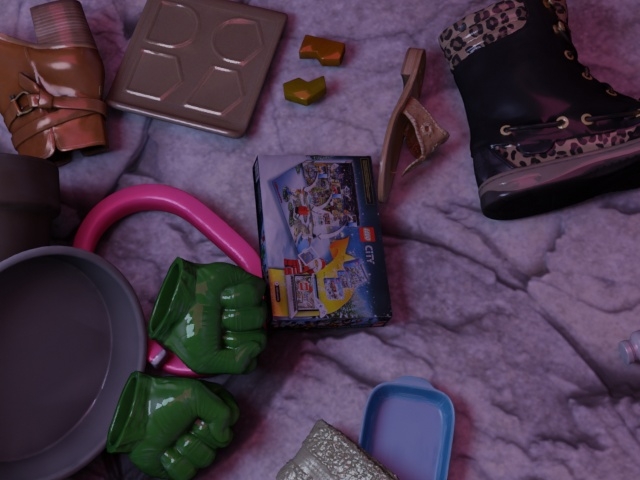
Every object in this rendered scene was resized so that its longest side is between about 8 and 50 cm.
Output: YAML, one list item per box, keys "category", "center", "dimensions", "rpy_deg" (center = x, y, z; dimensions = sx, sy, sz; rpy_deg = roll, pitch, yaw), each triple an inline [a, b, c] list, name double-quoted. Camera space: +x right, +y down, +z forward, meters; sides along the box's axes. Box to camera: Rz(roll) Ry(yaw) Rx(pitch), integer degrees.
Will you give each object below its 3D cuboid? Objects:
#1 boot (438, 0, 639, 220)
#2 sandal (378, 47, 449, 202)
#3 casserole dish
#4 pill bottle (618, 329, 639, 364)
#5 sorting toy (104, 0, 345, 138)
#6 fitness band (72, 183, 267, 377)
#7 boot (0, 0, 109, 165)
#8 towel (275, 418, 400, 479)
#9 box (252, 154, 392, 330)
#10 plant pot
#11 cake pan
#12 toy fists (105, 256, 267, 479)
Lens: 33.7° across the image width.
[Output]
- category: "boot"
  center: [0.358, -0.204, 1.421]
  dimensions: [0.377, 0.138, 0.284]
  rpy_deg: [-18, 69, 3]
- category: "sandal"
  center: [0.139, -0.160, 1.440]
  dimensions: [0.079, 0.088, 0.240]
  rpy_deg: [8, 65, 13]
- category: "casserole dish"
  center: [0.103, 0.263, 1.308]
  dimensions: [0.114, 0.037, 0.188]
  rpy_deg: [8, 71, 7]
- category: "pill bottle"
  center: [0.422, 0.129, 1.333]
  dimensions: [0.083, 0.043, 0.043]
  rpy_deg: [-18, 69, -2]
- category: "sorting toy"
  center: [-0.132, -0.247, 1.522]
  dimensions: [0.307, 0.041, 0.229]
  rpy_deg: [15, 66, 9]
- category: "fitness band"
  center: [-0.198, 0.050, 1.402]
  dimensions: [0.291, 0.054, 0.209]
  rpy_deg: [40, 77, 15]
- category: "boot"
  center: [-0.434, -0.198, 1.500]
  dimensions: [0.283, 0.109, 0.220]
  rpy_deg: [-14, 85, 8]
- category: "towel"
  center: [0.020, 0.294, 1.277]
  dimensions: [0.148, 0.027, 0.110]
  rpy_deg: [36, 89, 35]
- category: "box"
  center: [0.000, 0.000, 1.389]
  dimensions: [0.159, 0.044, 0.233]
  rpy_deg: [0, 68, -15]
- category: "plant pot"
  center: [-0.478, 0.057, 1.310]
  dimensions: [0.323, 0.323, 0.280]
  rpy_deg: [-6, 86, 2]
- category: "cake pan"
  center: [-0.336, 0.146, 1.245]
  dimensions: [0.054, 0.293, 0.293]
  rpy_deg: [13, 67, 43]
- category: "toy fists"
  center: [-0.150, 0.162, 1.293]
  dimensions: [0.142, 0.096, 0.279]
  rpy_deg: [20, 89, -22]
